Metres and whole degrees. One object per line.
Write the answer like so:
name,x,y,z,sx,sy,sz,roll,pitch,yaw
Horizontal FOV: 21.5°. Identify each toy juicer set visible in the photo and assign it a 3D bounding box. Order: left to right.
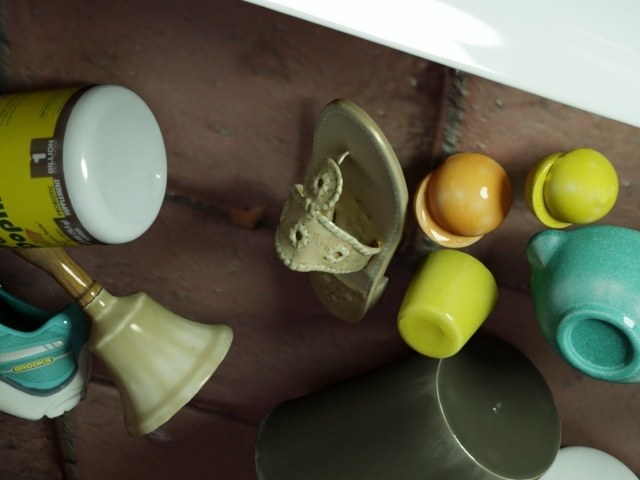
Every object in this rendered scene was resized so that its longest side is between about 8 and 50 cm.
toy juicer set,0.213,0.021,1.190,0.329,0.089,0.209,15,133,20

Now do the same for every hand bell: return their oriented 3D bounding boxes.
hand bell,-0.201,0.039,1.407,0.242,0.126,0.126,45,139,-15

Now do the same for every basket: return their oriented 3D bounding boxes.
basket,0.080,0.181,1.404,0.227,0.154,0.204,-38,84,45

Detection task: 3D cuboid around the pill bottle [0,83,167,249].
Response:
pill bottle,-0.231,-0.051,1.263,0.215,0.117,0.117,-3,140,29

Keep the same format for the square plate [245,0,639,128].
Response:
square plate,0.140,-0.214,0.804,0.347,0.049,0.344,14,134,-28

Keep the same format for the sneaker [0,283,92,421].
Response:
sneaker,-0.325,0.067,1.512,0.275,0.107,0.110,15,115,15

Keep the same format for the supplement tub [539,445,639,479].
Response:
supplement tub,0.188,0.275,1.487,0.144,0.144,0.199,30,144,-16

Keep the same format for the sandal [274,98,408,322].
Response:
sandal,0.005,0.004,1.238,0.088,0.079,0.240,37,153,21
